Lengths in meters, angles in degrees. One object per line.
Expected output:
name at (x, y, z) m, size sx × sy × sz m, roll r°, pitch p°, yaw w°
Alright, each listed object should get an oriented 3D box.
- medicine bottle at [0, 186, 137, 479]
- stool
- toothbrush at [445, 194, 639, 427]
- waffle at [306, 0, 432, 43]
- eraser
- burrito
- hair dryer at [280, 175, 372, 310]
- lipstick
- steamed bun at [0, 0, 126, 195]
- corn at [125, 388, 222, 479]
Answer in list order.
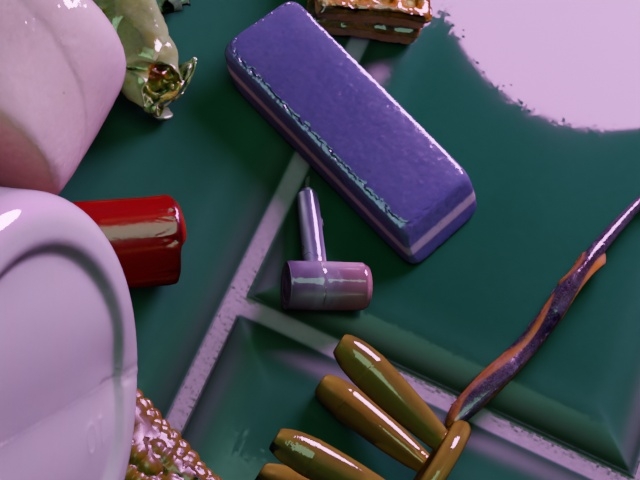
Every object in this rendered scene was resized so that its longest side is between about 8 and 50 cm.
medicine bottle at (-0.258, 0.089, 0.801) m, size 0.240 × 0.252 × 0.253 m, roll 5°, pitch 63°, yaw 20°
stool at (0.030, 0.145, 0.981) m, size 0.110 × 0.134 × 0.135 m, roll 33°, pitch 19°, yaw 5°
toothbrush at (0.198, 0.036, 1.113) m, size 0.031 × 0.023 × 0.321 m, roll 43°, pitch 65°, yaw 11°
waffle at (0.038, -0.238, 1.184) m, size 0.102 × 0.042 × 0.148 m, roll 5°, pitch 66°, yaw -9°
eraser at (0.024, -0.086, 1.118) m, size 0.225 × 0.036 × 0.082 m, roll 46°, pitch 66°, yaw 9°
burrito at (-0.164, -0.225, 1.131) m, size 0.104 × 0.054 × 0.288 m, roll -19°, pitch 71°, yaw -22°
hair dryer at (0.000, 0.000, 1.081) m, size 0.063 × 0.037 × 0.114 m, roll 1°, pitch 60°, yaw -14°
lipstick at (-0.236, 0.011, 1.001) m, size 0.279 × 0.073 × 0.073 m, roll -5°, pitch 68°, yaw -14°
steamed bun at (-0.265, -0.136, 1.006) m, size 0.241 × 0.164 × 0.146 m, roll 23°, pitch 63°, yaw -1°
corn at (-0.107, 0.176, 0.944) m, size 0.320 × 0.097 × 0.097 m, roll 45°, pitch 65°, yaw 7°
